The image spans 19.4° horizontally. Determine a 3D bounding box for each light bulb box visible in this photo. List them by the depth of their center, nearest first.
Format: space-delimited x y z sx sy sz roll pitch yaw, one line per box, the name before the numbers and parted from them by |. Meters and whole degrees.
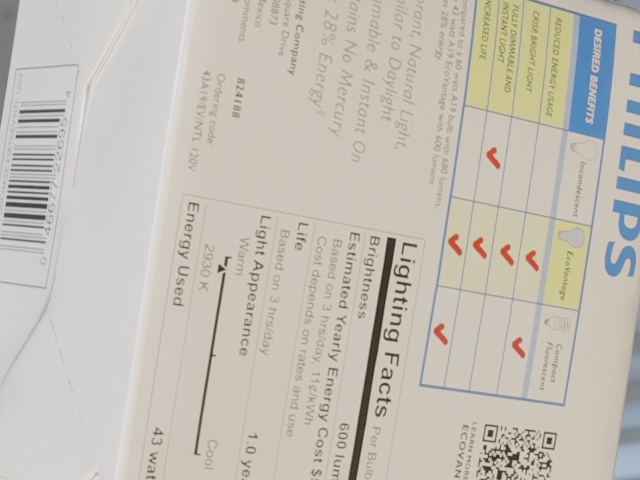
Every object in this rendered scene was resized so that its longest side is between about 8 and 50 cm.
light bulb box | 0.000 0.000 1.172 0.225 0.361 0.358 5 86 56
